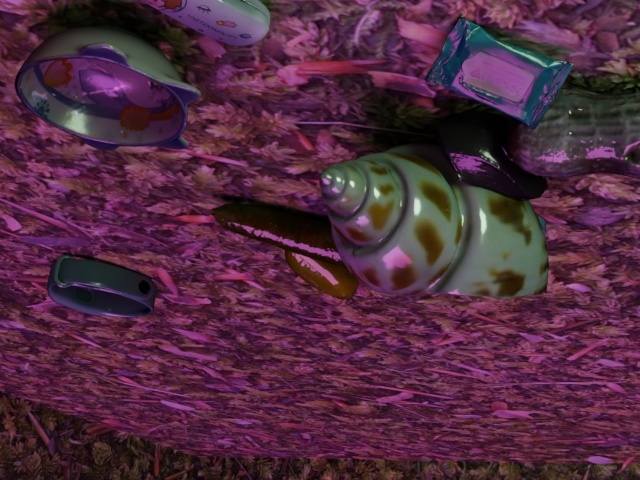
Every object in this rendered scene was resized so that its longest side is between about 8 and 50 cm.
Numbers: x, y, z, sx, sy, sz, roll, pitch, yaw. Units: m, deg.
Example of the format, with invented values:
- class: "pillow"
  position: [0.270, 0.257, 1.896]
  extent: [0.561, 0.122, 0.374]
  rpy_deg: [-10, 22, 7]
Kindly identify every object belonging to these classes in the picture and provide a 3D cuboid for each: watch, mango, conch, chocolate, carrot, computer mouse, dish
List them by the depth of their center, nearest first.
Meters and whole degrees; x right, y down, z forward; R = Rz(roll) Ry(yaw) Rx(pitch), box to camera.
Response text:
- class: "chocolate"
  position: [0.331, -0.120, 1.115]
  extent: [0.248, 0.110, 0.110]
  rpy_deg: [6, 158, 15]
- class: "dish"
  position: [-0.240, -0.192, 1.180]
  extent: [0.228, 0.086, 0.236]
  rpy_deg: [22, 155, -31]
- class: "computer mouse"
  position: [0.218, -0.108, 1.200]
  extent: [0.172, 0.099, 0.057]
  rpy_deg: [23, 140, -21]
- class: "conch"
  position: [0.140, -0.019, 1.255]
  extent: [0.368, 0.197, 0.249]
  rpy_deg: [-11, -150, -41]
- class: "carrot"
  position: [0.000, 0.000, 1.581]
  extent: [0.359, 0.074, 0.074]
  rpy_deg: [13, 158, -7]
- class: "mango"
  position: [0.006, 0.039, 1.674]
  extent: [0.091, 0.074, 0.165]
  rpy_deg: [-4, 143, 43]
- class: "watch"
  position: [-0.449, 0.100, 2.003]
  extent: [0.195, 0.068, 0.237]
  rpy_deg: [-14, 149, 43]

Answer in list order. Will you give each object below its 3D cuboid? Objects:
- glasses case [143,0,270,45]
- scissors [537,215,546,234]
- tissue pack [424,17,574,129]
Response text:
- class: "glasses case"
  position: [-0.133, -0.256, 1.033]
  extent: [0.179, 0.045, 0.067]
  rpy_deg: [24, 153, -32]
- class: "scissors"
  position: [0.205, -0.030, 1.475]
  extent: [0.256, 0.030, 0.125]
  rpy_deg: [13, 159, -17]
- class: "tissue pack"
  position: [0.193, -0.183, 1.071]
  extent: [0.138, 0.028, 0.085]
  rpy_deg: [24, 121, -6]
